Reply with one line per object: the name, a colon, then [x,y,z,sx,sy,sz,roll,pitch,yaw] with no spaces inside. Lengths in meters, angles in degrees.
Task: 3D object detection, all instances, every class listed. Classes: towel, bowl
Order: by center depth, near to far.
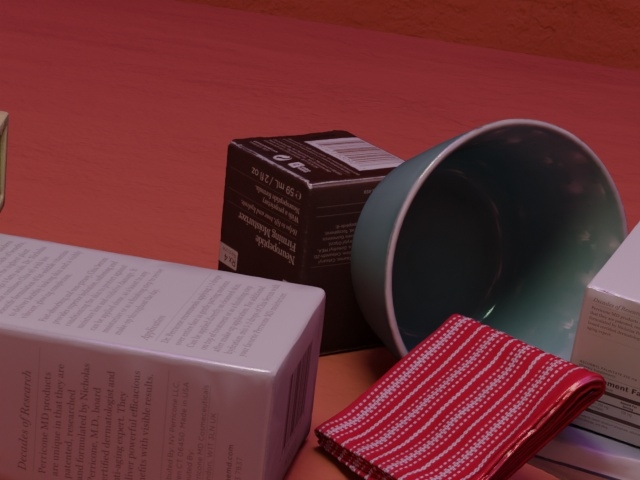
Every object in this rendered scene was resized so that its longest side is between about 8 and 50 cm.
towel: [0.121,0.156,1.729,0.199,0.031,0.275,-39,23,-13]
bowl: [0.156,0.022,1.985,0.311,0.311,0.163,-5,9,-31]

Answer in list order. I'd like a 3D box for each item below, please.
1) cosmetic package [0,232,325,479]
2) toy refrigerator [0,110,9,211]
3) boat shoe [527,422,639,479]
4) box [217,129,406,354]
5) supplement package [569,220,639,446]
cosmetic package: [-0.242,0.115,1.753,0.453,0.161,0.230,10,19,10]
toy refrigerator: [-0.353,-0.043,1.773,0.094,0.102,0.269,6,18,-1]
boat shoe: [0.275,0.227,1.713,0.258,0.084,0.095,18,13,20]
box: [0.000,0.000,2.098,0.167,0.203,0.168,-7,22,-35]
supplement package: [0.383,0.104,1.738,0.262,0.145,0.204,19,28,19]
